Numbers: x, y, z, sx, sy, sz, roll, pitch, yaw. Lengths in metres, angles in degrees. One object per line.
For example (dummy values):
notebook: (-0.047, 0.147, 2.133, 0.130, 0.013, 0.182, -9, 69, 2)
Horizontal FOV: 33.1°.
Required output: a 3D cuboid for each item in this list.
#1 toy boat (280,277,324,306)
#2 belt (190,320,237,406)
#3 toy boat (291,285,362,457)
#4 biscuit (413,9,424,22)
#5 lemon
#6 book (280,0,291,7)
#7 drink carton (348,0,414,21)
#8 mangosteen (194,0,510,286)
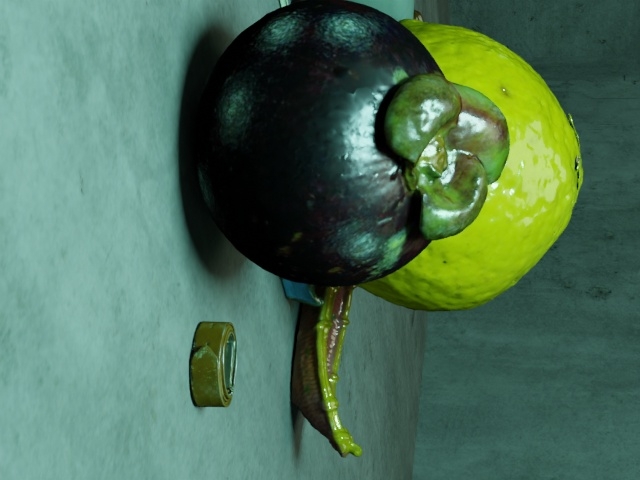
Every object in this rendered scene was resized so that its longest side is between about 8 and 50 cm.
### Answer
toy boat: (0.000, 0.000, 1.431, 0.075, 0.077, 0.185, 77, 18, -47)
belt: (-0.102, 0.120, 1.045, 0.059, 0.036, 0.083, 40, 51, -74)
toy boat: (0.016, 0.143, 1.484, 0.141, 0.099, 0.318, 78, 15, -60)
biscuit: (0.133, -0.245, 1.976, 0.268, 0.115, 0.366, -61, 149, -68)
lemon: (0.128, -0.095, 1.315, 0.387, 0.350, 0.350, 35, 41, -22)
book: (-0.039, -0.396, 1.364, 0.127, 0.014, 0.181, 78, 17, -48)
drink carton: (0.052, -0.334, 1.359, 0.189, 0.191, 0.185, 86, 9, -56)
mangosteen: (0.022, -0.091, 1.027, 0.288, 0.288, 0.288, 1, 90, -79)
